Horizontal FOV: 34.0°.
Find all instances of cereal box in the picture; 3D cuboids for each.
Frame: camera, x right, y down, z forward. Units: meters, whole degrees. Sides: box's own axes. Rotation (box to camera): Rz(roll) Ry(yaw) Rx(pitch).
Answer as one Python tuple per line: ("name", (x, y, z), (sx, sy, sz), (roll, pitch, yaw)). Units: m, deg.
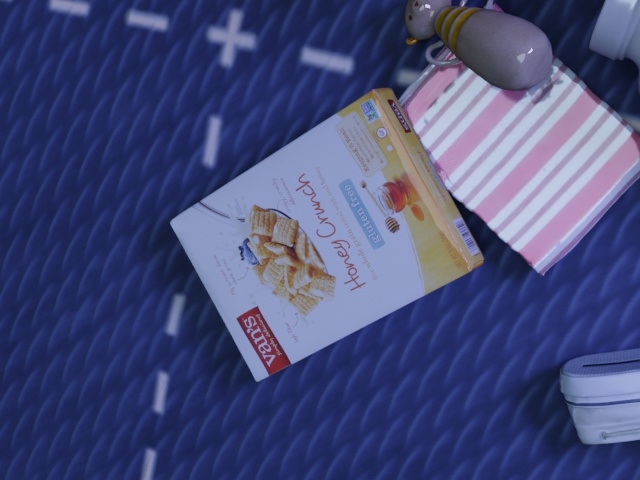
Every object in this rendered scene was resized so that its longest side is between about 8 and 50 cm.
("cereal box", (0.000, 0.000, 0.920), (0.240, 0.047, 0.173), (-31, 86, 26))

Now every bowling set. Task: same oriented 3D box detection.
("bowling set", (0.136, -0.278, 0.780), (0.154, 0.200, 0.287), (40, 98, 42))

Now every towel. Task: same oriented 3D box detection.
("towel", (0.167, -0.087, 0.889), (0.197, 0.029, 0.144), (44, 103, 8))

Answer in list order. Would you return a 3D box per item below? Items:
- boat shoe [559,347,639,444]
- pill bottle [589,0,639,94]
("boat shoe", (0.312, 0.123, 0.847), (0.226, 0.083, 0.076), (-8, 104, 29))
("pill bottle", (0.339, -0.133, 0.767), (0.264, 0.146, 0.146), (26, 102, 12))
